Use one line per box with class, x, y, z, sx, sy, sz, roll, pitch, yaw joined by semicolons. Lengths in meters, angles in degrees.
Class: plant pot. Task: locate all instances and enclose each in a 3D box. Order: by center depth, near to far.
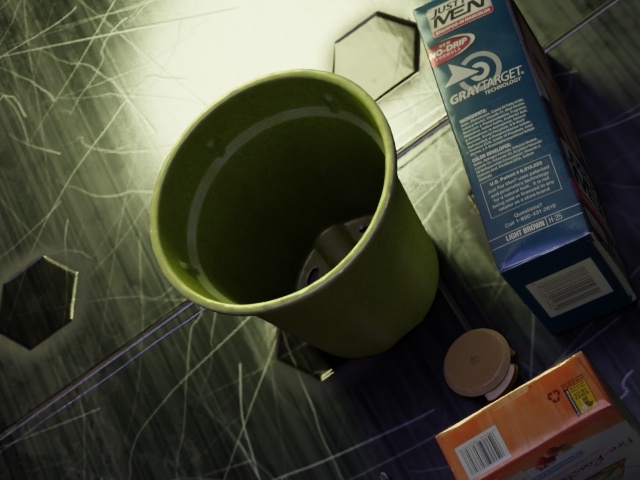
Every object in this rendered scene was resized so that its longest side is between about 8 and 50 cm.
plant pot;0.000;0.000;1.739;0.276;0.254;0.276;-12;60;22

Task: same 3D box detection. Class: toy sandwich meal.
toy sandwich meal;0.170;0.132;1.722;0.085;0.029;0.086;-15;57;25

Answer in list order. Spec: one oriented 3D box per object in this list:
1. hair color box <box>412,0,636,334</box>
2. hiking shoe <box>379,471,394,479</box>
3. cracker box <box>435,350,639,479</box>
hair color box;0.214;-0.094;1.724;0.105;0.174;0.347;-24;57;14
hiking shoe;0.063;0.347;1.647;0.114;0.086;0.227;5;62;44
cracker box;0.224;0.205;1.528;0.155;0.232;0.067;-32;56;10
